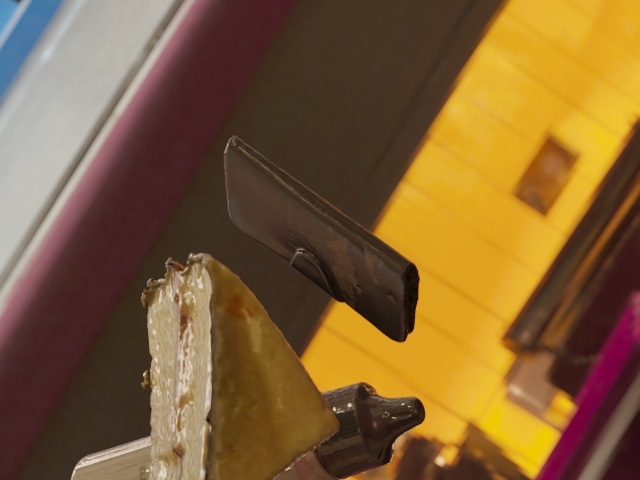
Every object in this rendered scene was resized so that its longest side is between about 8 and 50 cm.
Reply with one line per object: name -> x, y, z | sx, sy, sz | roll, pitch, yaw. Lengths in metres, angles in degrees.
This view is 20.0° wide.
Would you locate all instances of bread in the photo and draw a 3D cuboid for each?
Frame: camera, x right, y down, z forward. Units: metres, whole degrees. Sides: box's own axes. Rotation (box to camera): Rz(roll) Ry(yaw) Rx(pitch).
bread -> -0.101, 0.114, 1.301 | 0.135, 0.178, 0.240 | -34, -2, -19

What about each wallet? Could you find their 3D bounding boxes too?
wallet -> 0.000, 0.000, 1.101 | 0.018, 0.157, 0.082 | -37, -31, -27

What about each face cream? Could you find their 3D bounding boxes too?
face cream -> -0.056, 0.180, 1.495 | 0.311, 0.092, 0.092 | -20, 29, 21
